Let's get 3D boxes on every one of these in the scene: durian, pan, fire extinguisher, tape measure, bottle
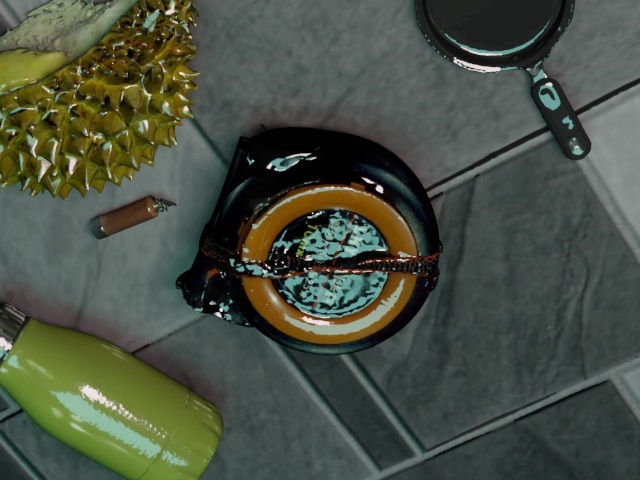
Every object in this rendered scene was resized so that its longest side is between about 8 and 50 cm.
[{"bbox_3d":[-0.220,-0.134,1.262,0.306,0.166,0.172,-24,146,25],"label":"durian"},{"bbox_3d":[0.174,-0.169,1.248,0.136,0.028,0.235,-24,113,20],"label":"pan"},{"bbox_3d":[-0.180,-0.024,1.380,0.083,0.022,0.028,-21,155,17],"label":"fire extinguisher"},{"bbox_3d":[0.000,0.000,1.314,0.223,0.135,0.202,19,111,-8],"label":"tape measure"},{"bbox_3d":[-0.229,0.155,1.441,0.260,0.112,0.112,33,119,-13],"label":"bottle"}]
